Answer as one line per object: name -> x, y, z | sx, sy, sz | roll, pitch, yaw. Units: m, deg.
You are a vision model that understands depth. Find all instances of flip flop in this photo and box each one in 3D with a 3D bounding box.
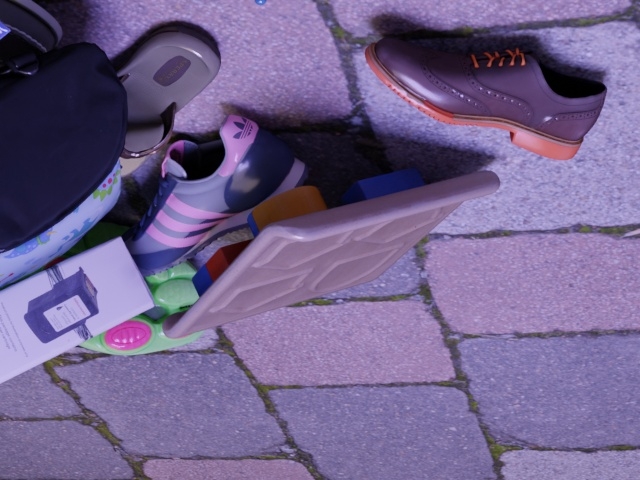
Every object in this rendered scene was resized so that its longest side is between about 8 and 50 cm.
flip flop -> -0.204, -0.144, 1.646 | 0.112, 0.080, 0.277 | 24, 144, -25

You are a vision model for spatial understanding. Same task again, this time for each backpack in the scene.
backpack -> -0.370, -0.060, 1.608 | 0.356, 0.290, 0.273 | 6, 129, 57

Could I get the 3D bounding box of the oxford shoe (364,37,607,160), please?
oxford shoe -> 0.178, -0.175, 1.536 | 0.271, 0.097, 0.098 | 16, 128, -22

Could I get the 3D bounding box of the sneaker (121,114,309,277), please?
sneaker -> -0.165, -0.060, 1.769 | 0.319, 0.112, 0.131 | -28, 120, 34

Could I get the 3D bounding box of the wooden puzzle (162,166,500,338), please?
wooden puzzle -> 0.000, 0.000, 1.739 | 0.322, 0.080, 0.348 | -14, 166, -35

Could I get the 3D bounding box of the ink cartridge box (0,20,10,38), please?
ink cartridge box -> -0.471, -0.271, 1.403 | 0.186, 0.065, 0.311 | -34, 117, 21

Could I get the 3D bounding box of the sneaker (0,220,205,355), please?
sneaker -> -0.389, 0.066, 1.976 | 0.483, 0.185, 0.202 | 4, 176, 0

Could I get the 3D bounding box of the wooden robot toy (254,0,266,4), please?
wooden robot toy -> -0.001, -0.280, 1.429 | 0.173, 0.076, 0.079 | -9, 180, 23

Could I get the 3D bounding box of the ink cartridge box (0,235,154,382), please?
ink cartridge box -> -0.345, 0.095, 1.745 | 0.237, 0.100, 0.172 | -27, -176, -30

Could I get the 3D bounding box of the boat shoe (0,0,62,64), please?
boat shoe -> -0.430, -0.235, 1.530 | 0.305, 0.091, 0.109 | 16, 147, -14
